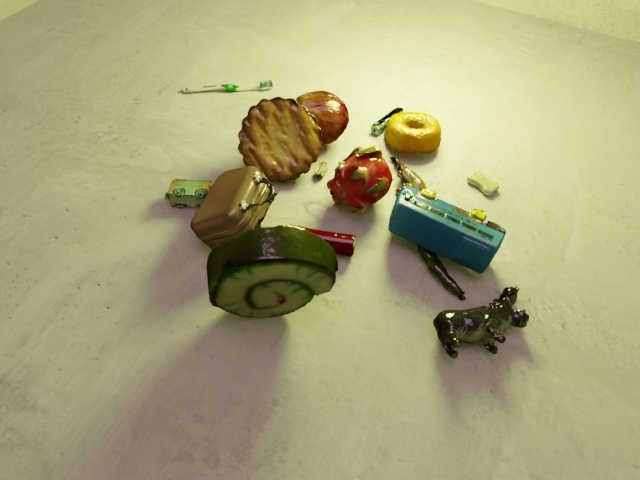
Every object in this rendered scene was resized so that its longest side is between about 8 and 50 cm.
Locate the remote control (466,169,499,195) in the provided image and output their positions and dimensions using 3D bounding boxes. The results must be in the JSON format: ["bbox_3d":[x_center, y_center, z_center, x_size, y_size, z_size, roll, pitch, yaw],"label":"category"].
[{"bbox_3d":[0.641,-0.227,1.893,0.074,0.032,0.122,-31,59,-24],"label":"remote control"}]

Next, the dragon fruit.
[{"bbox_3d":[0.145,-0.222,1.750,0.227,0.224,0.224,-32,60,-21],"label":"dragon fruit"}]

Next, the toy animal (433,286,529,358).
[{"bbox_3d":[0.510,0.255,1.467,0.343,0.106,0.168,-14,47,-21],"label":"toy animal"}]

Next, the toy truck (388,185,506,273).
[{"bbox_3d":[0.419,-0.046,1.632,0.385,0.161,0.162,27,39,14],"label":"toy truck"}]

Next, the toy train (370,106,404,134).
[{"bbox_3d":[0.297,-0.530,2.101,0.043,0.047,0.207,31,56,27],"label":"toy train"}]

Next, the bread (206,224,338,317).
[{"bbox_3d":[-0.136,0.097,1.389,0.382,0.366,0.129,-6,58,-4],"label":"bread"}]

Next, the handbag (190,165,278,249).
[{"bbox_3d":[-0.269,-0.118,1.630,0.283,0.149,0.301,-11,41,33],"label":"handbag"}]

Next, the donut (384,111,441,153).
[{"bbox_3d":[0.388,-0.452,2.013,0.254,0.118,0.253,-1,38,1],"label":"donut"}]

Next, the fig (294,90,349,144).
[{"bbox_3d":[-0.016,-0.507,1.970,0.263,0.224,0.223,-3,52,-4],"label":"fig"}]

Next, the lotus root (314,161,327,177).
[{"bbox_3d":[0.003,-0.276,1.899,0.038,0.030,0.083,-4,43,32],"label":"lotus root"}]

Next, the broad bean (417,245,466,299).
[{"bbox_3d":[0.392,0.084,1.629,0.060,0.043,0.297,-5,50,-33],"label":"broad bean"}]

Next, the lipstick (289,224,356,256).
[{"bbox_3d":[0.000,0.000,1.653,0.241,0.080,0.080,9,52,5],"label":"lipstick"}]

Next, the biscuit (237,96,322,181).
[{"bbox_3d":[-0.156,-0.385,1.843,0.326,0.325,0.107,1,10,-2],"label":"biscuit"}]

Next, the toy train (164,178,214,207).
[{"bbox_3d":[-0.475,-0.173,1.766,0.188,0.072,0.099,4,53,0],"label":"toy train"}]

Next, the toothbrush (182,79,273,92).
[{"bbox_3d":[-0.426,-0.701,2.210,0.418,0.040,0.042,-6,50,-2],"label":"toothbrush"}]

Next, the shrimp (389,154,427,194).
[{"bbox_3d":[0.320,-0.252,1.876,0.117,0.066,0.262,-22,54,-19],"label":"shrimp"}]
